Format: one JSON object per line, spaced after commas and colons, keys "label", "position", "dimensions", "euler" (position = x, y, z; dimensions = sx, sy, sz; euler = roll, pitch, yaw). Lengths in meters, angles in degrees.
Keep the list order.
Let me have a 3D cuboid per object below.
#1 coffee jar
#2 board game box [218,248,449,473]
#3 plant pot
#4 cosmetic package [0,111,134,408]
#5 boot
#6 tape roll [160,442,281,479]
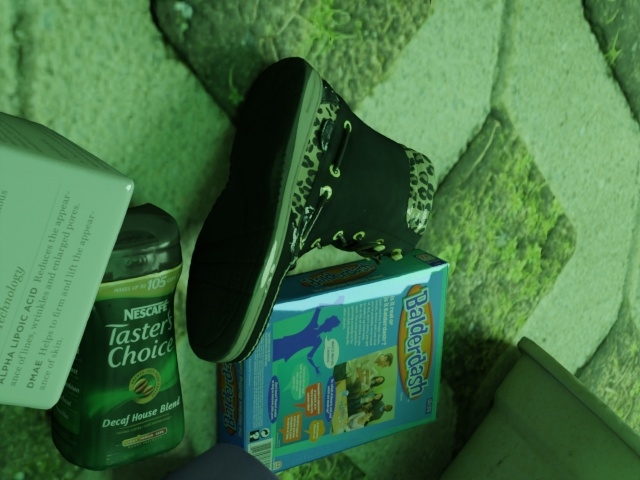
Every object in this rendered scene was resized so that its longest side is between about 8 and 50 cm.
{"label": "coffee jar", "position": [-0.148, 0.067, 0.805], "dimensions": [0.096, 0.079, 0.184], "euler": [-12, 114, -33]}
{"label": "board game box", "position": [0.013, 0.104, 0.957], "dimensions": [0.210, 0.047, 0.160], "euler": [-11, 113, -33]}
{"label": "plant pot", "position": [0.202, 0.312, 1.035], "dimensions": [0.305, 0.334, 0.334], "euler": [-45, 129, 1]}
{"label": "cosmetic package", "position": [-0.241, -0.007, 0.660], "dimensions": [0.184, 0.151, 0.151], "euler": [15, 99, -38]}
{"label": "boot", "position": [0.001, -0.001, 0.862], "dimensions": [0.179, 0.085, 0.236], "euler": [27, 72, -42]}
{"label": "tape roll", "position": [-0.042, 0.294, 0.845], "dimensions": [0.090, 0.275, 0.274], "euler": [-29, 123, -24]}
